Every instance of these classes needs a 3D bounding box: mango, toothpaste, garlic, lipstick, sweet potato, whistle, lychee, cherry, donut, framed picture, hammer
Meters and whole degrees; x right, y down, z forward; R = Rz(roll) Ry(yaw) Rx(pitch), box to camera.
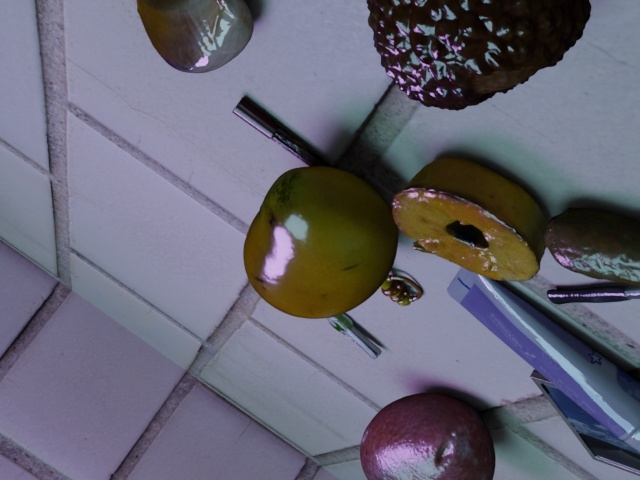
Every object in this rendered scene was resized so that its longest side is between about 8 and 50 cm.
[{"bbox_3d":[0.000,0.000,1.293,0.211,0.173,0.317,4,157,-2],"label":"mango"},{"bbox_3d":[0.333,0.165,1.317,0.371,0.080,0.125,37,158,10],"label":"toothpaste"},{"bbox_3d":[-0.137,-0.261,1.094,0.198,0.090,0.128,9,135,57],"label":"garlic"},{"bbox_3d":[-0.042,-0.134,1.300,0.176,0.027,0.027,36,159,-7],"label":"lipstick"},{"bbox_3d":[0.358,0.021,0.981,0.273,0.075,0.075,16,152,31],"label":"sweet potato"},{"bbox_3d":[0.116,0.064,1.486,0.109,0.057,0.046,37,-155,-30],"label":"whistle"},{"bbox_3d":[0.114,-0.197,0.740,0.188,0.188,0.188,30,158,13],"label":"lychee"},{"bbox_3d":[0.211,0.406,1.814,0.261,0.221,0.307,25,145,3],"label":"cherry"},{"bbox_3d":[0.183,-0.028,1.126,0.190,0.074,0.174,22,155,20],"label":"donut"},{"bbox_3d":[0.458,0.296,1.480,0.189,0.023,0.260,12,149,50],"label":"framed picture"},{"bbox_3d":[0.351,0.060,1.125,0.103,0.029,0.246,42,159,-19],"label":"hammer"}]

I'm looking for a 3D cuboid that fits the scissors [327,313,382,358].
[{"bbox_3d":[0.036,0.152,1.785,0.204,0.027,0.101,41,161,-9],"label":"scissors"}]
